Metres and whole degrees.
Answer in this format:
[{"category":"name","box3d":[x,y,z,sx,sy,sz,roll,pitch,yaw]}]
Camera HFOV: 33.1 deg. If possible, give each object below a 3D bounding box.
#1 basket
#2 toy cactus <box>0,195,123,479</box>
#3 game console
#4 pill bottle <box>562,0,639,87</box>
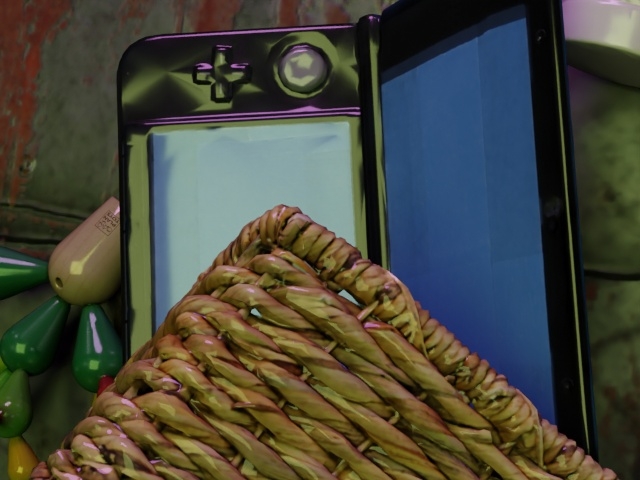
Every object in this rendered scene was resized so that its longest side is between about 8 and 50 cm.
[{"category":"basket","box3d":[0.009,0.169,0.523,0.299,0.213,0.223,40,74,0]},{"category":"toy cactus","box3d":[-0.186,0.047,0.709,0.219,0.112,0.180,35,86,29]},{"category":"game console","box3d":[0.000,0.000,0.591,0.250,0.173,0.293,-3,82,2]},{"category":"pill bottle","box3d":[0.190,-0.186,0.585,0.108,0.108,0.193,18,90,21]}]
